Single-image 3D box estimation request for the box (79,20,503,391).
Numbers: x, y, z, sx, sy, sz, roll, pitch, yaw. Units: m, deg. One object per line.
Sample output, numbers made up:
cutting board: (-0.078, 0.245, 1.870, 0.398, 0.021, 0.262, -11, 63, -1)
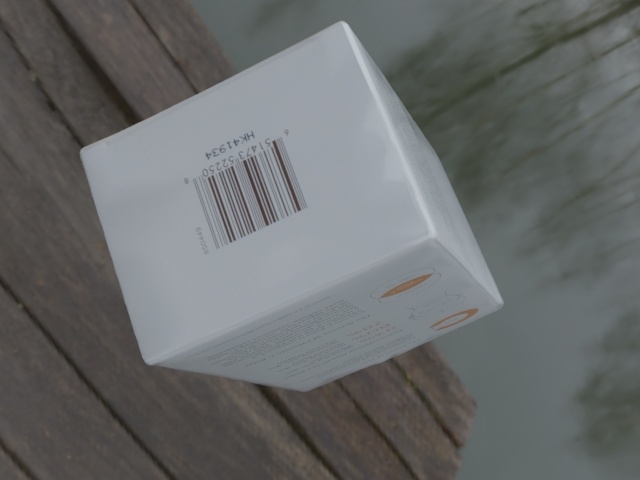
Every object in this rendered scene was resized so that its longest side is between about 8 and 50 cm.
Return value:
box: (0.000, 0.000, 0.824, 0.168, 0.215, 0.345, 69, 11, 17)
